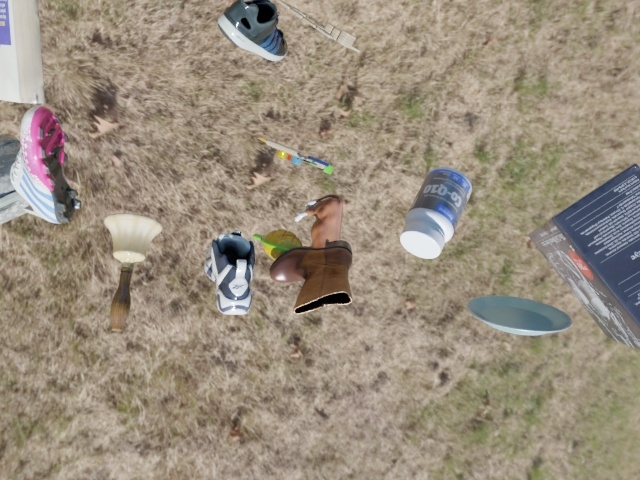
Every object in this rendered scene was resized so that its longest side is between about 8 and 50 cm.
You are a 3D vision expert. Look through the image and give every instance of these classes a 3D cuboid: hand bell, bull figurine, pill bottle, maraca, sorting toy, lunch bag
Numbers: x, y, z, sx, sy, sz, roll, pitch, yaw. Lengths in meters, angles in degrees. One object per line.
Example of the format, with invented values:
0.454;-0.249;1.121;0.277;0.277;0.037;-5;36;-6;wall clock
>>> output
-0.423;0.075;1.008;0.126;0.126;0.242;13;65;-33;hand bell
0.000;0.000;1.547;0.101;0.188;0.311;19;78;-54;bull figurine
0.181;-0.044;0.729;0.078;0.078;0.137;51;56;-33;pill bottle
-0.131;0.011;1.444;0.127;0.185;0.099;14;97;-51;maraca
-0.102;-0.327;1.813;0.196;0.347;0.047;12;103;-58;sorting toy
-0.978;-0.152;1.370;0.305;0.256;0.213;-34;134;-31;lunch bag

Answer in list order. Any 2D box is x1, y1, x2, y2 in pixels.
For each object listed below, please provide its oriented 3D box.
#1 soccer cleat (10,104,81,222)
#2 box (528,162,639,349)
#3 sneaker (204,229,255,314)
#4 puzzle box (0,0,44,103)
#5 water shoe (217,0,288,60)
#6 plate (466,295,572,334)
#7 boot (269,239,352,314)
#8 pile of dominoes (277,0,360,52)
-0.670;-0.169;1.082;0.143;0.116;0.331;14;134;-3;soccer cleat
0.627;0.048;0.967;0.179;0.313;0.343;-37;165;11;box
-0.190;0.029;0.980;0.093;0.235;0.153;6;118;-18;sneaker
-0.718;-0.436;0.949;0.052;0.408;0.272;-22;123;-59;puzzle box
-0.094;-0.371;0.811;0.080;0.203;0.073;-39;88;26;water shoe
0.377;0.146;0.890;0.188;0.188;0.024;-5;105;-28;plate
-0.037;0.119;1.242;0.263;0.280;0.096;-10;117;11;boot
0.007;-0.695;1.475;0.196;0.251;0.040;-16;144;-58;pile of dominoes
